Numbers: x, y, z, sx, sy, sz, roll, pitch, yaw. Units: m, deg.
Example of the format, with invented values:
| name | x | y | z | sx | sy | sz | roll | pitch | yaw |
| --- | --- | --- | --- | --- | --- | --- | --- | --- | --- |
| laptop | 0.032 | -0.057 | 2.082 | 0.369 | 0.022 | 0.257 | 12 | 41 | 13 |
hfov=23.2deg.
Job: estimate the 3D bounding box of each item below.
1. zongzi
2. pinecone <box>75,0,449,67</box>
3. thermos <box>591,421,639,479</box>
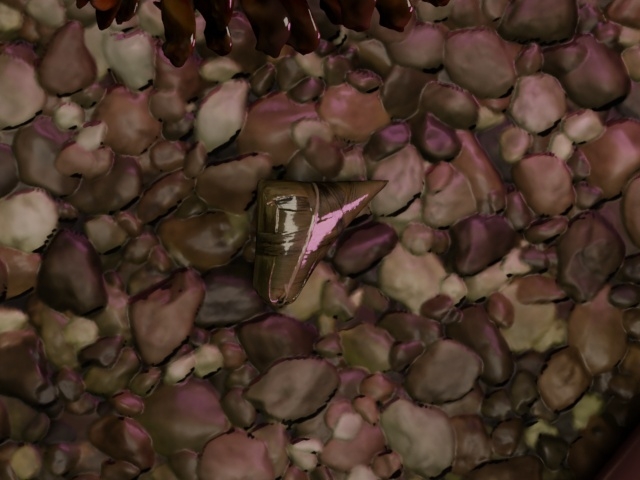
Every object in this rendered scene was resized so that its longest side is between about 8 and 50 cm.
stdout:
| name | x | y | z | sx | sy | sz | roll | pitch | yaw |
| --- | --- | --- | --- | --- | --- | --- | --- | --- | --- |
| zongzi | 0.000 | 0.000 | 0.943 | 0.083 | 0.040 | 0.076 | -3 | 106 | -24 |
| pinecone | -0.011 | -0.210 | 0.809 | 0.292 | 0.246 | 0.246 | -1 | 99 | -18 |
| thermos | 0.233 | 0.172 | 0.955 | 0.136 | 0.109 | 0.330 | 39 | 92 | -10 |
